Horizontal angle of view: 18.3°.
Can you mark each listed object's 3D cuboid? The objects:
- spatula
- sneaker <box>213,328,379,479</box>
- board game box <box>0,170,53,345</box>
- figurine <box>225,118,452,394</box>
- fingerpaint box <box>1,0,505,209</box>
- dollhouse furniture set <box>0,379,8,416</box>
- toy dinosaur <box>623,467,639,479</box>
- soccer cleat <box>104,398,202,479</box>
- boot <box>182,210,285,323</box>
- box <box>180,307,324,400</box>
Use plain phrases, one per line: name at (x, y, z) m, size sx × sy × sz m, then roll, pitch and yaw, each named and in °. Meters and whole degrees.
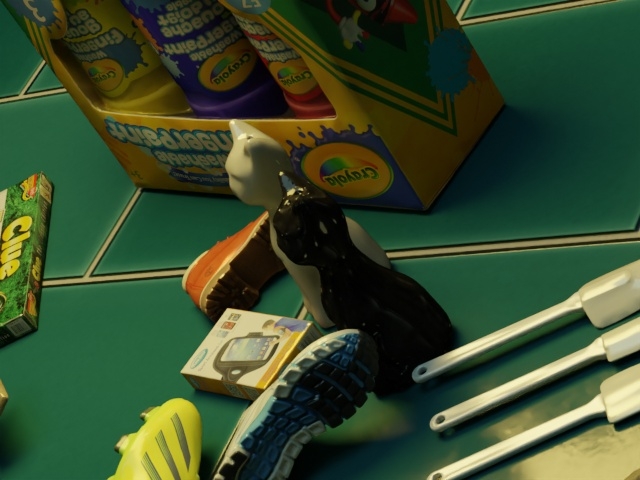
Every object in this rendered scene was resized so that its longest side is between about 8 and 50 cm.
spatula at (0.186, 0.105, 1.596) m, size 0.242 × 0.019 × 0.168 m, roll -26°, pitch 39°, yaw 17°
sneaker at (-0.026, 0.139, 1.674) m, size 0.191 × 0.071 × 0.083 m, roll -47°, pitch 17°, yaw 14°
board game box at (-0.362, 0.034, 2.180) m, size 0.136 × 0.030 × 0.260 m, roll -24°, pitch 35°, yaw 14°
figurine at (0.000, 0.000, 1.717) m, size 0.092 × 0.209 × 0.215 m, roll -38°, pitch 32°, yaw -3°
fingerpaint box at (-0.100, -0.220, 1.938) m, size 0.445 × 0.371 × 0.163 m, roll 7°, pitch 50°, yaw 46°
dollhouse furniture set at (-0.472, 0.177, 1.916) m, size 0.259 × 0.262 × 0.135 m, roll -64°, pitch 27°, yaw 15°
toy dinosaur at (0.307, 0.136, 1.404) m, size 0.268 × 0.064 × 0.118 m, roll -17°, pitch 44°, yaw 32°
soccer cleat at (-0.137, 0.253, 1.665) m, size 0.121 × 0.093 × 0.289 m, roll 10°, pitch 43°, yaw 11°
boot at (-0.068, 0.006, 1.917) m, size 0.158 × 0.059 × 0.084 m, roll -44°, pitch 28°, yaw -10°
box at (-0.068, 0.104, 1.818) m, size 0.136 × 0.028 × 0.081 m, roll 8°, pitch 53°, yaw 45°
